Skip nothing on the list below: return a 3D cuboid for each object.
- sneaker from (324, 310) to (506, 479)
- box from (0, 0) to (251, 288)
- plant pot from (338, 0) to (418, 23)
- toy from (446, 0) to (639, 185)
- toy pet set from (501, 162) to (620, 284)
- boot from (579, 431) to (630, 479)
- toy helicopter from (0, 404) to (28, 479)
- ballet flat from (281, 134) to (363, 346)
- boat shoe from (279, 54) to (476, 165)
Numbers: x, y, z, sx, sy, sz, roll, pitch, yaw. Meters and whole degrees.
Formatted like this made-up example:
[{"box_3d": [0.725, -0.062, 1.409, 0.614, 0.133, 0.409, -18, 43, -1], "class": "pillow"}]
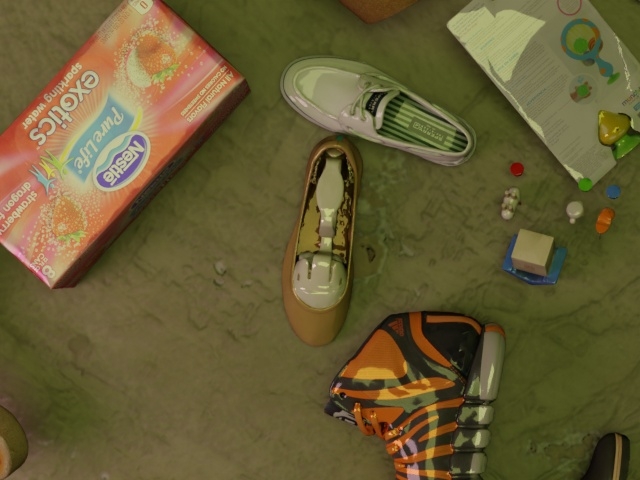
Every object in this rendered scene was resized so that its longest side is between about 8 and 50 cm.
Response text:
[{"box_3d": [0.087, 0.231, 1.649, 0.180, 0.124, 0.321, 10, 79, 5], "class": "sneaker"}, {"box_3d": [-0.228, -0.105, 1.633, 0.154, 0.142, 0.300, 43, 90, 0], "class": "box"}, {"box_3d": [0.036, -0.365, 1.608, 0.237, 0.237, 0.254, -33, 103, 0], "class": "plant pot"}, {"box_3d": [0.258, -0.186, 1.673, 0.137, 0.056, 0.237, -41, 94, -4], "class": "toy"}, {"box_3d": [0.252, -0.011, 1.669, 0.122, 0.065, 0.114, 16, 74, 17], "class": "toy pet set"}, {"box_3d": [0.247, 0.288, 1.662, 0.137, 0.077, 0.198, 18, 88, 6], "class": "boot"}, {"box_3d": [-0.439, 0.110, 1.621, 0.355, 0.140, 0.235, 53, 131, 1], "class": "toy helicopter"}, {"box_3d": [0.000, 0.000, 1.664, 0.080, 0.073, 0.232, 5, 90, 1], "class": "ballet flat"}, {"box_3d": [0.065, -0.147, 1.663, 0.226, 0.076, 0.083, 18, 89, 1], "class": "boat shoe"}]
